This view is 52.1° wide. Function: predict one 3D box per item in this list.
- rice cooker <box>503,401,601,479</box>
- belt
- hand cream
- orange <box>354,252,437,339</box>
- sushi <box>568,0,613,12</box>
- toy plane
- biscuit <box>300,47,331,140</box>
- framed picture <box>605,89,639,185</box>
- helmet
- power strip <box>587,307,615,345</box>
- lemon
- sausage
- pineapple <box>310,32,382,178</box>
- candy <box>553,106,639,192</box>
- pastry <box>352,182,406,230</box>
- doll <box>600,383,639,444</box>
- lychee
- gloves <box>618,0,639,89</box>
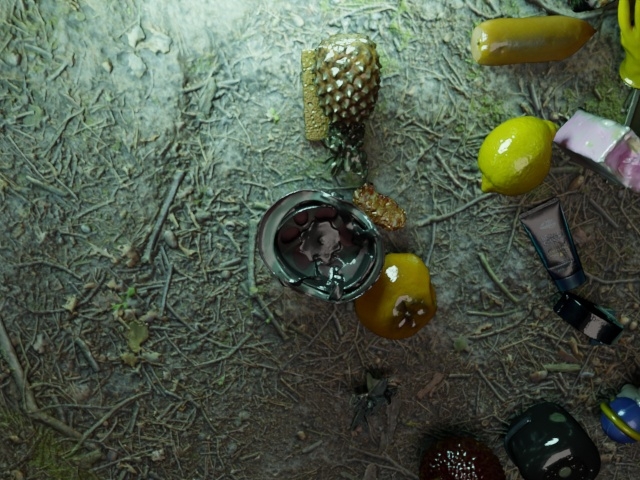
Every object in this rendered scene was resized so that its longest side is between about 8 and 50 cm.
[{"bbox_3d":[0.722,0.661,2.044,0.267,0.224,0.267,-2,115,-5],"label":"rice cooker"},{"bbox_3d":[0.777,0.226,1.898,0.198,0.151,0.078,32,107,11],"label":"belt"},{"bbox_3d":[0.665,0.015,1.858,0.120,0.061,0.271,-26,106,11],"label":"hand cream"},{"bbox_3d":[0.206,0.161,1.797,0.248,0.183,0.249,-3,113,-6],"label":"orange"},{"bbox_3d":[0.633,-0.650,1.523,0.136,0.126,0.225,-9,112,-2],"label":"sushi"},{"bbox_3d":[0.150,0.507,1.996,0.192,0.088,0.262,-2,121,-35],"label":"toy plane"},{"bbox_3d":[0.018,-0.364,1.636,0.130,0.025,0.231,-3,114,-5],"label":"biscuit"},{"bbox_3d":[0.914,-0.281,1.769,0.230,0.018,0.294,5,113,-8],"label":"framed picture"},{"bbox_3d":[0.000,0.000,1.700,0.338,0.197,0.271,27,100,-9],"label":"helmet"},{"bbox_3d":[0.851,0.259,1.987,0.056,0.032,0.123,0,113,-7],"label":"power strip"},{"bbox_3d":[0.498,-0.214,1.666,0.186,0.187,0.244,37,105,-19],"label":"lemon"},{"bbox_3d":[0.532,-0.489,1.596,0.328,0.112,0.112,-6,114,-6],"label":"sausage"},{"bbox_3d":[0.071,-0.309,1.577,0.174,0.175,0.361,-10,123,-1],"label":"pineapple"},{"bbox_3d":[0.715,-0.228,1.638,0.155,0.265,0.116,35,103,-19],"label":"candy"},{"bbox_3d":[0.150,-0.086,1.753,0.169,0.063,0.087,37,84,-15],"label":"pastry"},{"bbox_3d":[1.009,0.534,2.079,0.310,0.159,0.243,21,98,-39],"label":"doll"},{"bbox_3d":[0.440,0.745,2.031,0.304,0.276,0.276,10,114,-37],"label":"lychee"},{"bbox_3d":[0.766,-0.486,1.529,0.133,0.116,0.294,9,160,27],"label":"gloves"}]
